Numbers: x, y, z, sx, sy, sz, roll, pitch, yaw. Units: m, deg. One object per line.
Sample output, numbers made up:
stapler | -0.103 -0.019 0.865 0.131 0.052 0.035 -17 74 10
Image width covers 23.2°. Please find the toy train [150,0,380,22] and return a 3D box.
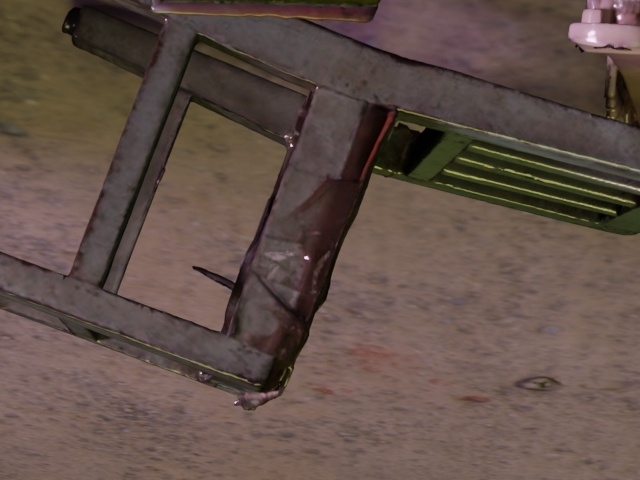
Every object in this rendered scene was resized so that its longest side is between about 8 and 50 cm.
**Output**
toy train | -0.032 -0.146 0.432 0.137 0.090 0.225 2 159 -7

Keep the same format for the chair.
chair | 0.000 0.000 0.619 0.270 0.147 0.136 20 172 -5

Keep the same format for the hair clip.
hair clip | 0.131 -0.071 0.622 0.034 0.072 0.226 4 168 19
